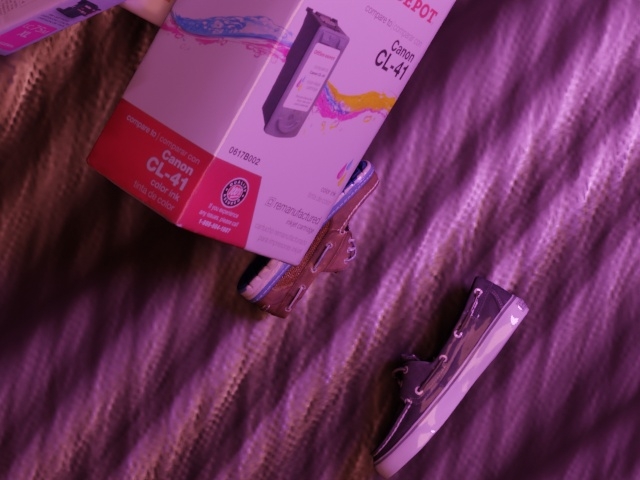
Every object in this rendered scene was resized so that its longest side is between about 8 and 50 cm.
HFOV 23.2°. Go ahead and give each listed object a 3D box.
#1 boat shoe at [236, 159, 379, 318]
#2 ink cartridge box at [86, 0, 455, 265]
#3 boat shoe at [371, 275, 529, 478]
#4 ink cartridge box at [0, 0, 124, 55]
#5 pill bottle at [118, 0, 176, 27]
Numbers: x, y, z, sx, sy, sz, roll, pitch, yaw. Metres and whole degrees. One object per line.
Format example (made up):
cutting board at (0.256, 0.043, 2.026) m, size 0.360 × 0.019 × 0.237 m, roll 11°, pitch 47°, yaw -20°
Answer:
boat shoe at (0.000, 0.000, 1.542) m, size 0.066 × 0.066 × 0.183 m, roll 40°, pitch 103°, yaw -18°
ink cartridge box at (-0.039, -0.149, 1.412) m, size 0.131 × 0.226 × 0.306 m, roll 35°, pitch 98°, yaw 30°
boat shoe at (0.114, 0.134, 1.578) m, size 0.076 × 0.080 × 0.228 m, roll 38°, pitch 97°, yaw 4°
ink cartridge box at (-0.187, -0.303, 1.354) m, size 0.311 × 0.065 × 0.186 m, roll -21°, pitch 75°, yaw 25°
pill bottle at (-0.111, -0.307, 1.426) m, size 0.131 × 0.131 × 0.229 m, roll 25°, pitch 96°, yaw -12°
